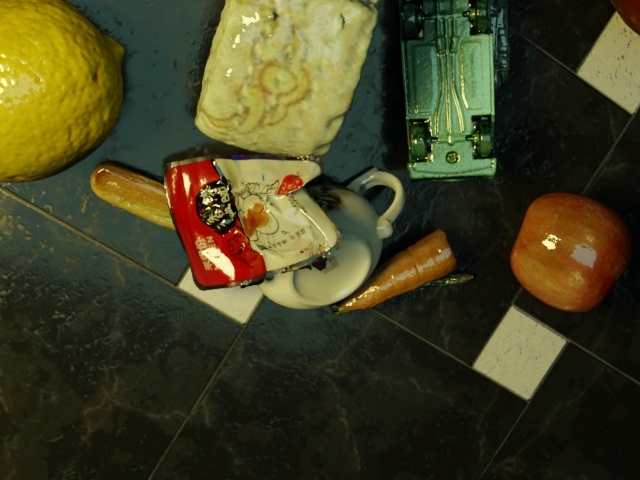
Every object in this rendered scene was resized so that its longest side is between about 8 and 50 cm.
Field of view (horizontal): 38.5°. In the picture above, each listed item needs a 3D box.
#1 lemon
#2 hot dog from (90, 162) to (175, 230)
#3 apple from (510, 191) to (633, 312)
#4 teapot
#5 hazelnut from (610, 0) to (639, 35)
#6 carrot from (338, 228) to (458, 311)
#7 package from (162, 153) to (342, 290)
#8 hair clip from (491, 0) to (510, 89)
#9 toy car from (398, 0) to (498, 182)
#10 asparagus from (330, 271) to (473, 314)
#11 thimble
[{"bbox_3d":[-0.394,-0.199,1.192,0.267,0.267,0.267,-2,101,-10],"label":"lemon"},{"bbox_3d":[-0.234,-0.055,1.347,0.215,0.047,0.066,20,111,-13],"label":"hot dog"},{"bbox_3d":[0.383,0.019,1.408,0.168,0.181,0.181,21,97,9],"label":"apple"},{"bbox_3d":[0.000,0.000,1.357,0.298,0.139,0.204,-26,131,-7],"label":"teapot"},{"bbox_3d":[0.563,-0.471,1.257,0.402,0.402,0.429,40,90,-15],"label":"hazelnut"},{"bbox_3d":[0.118,0.060,1.417,0.205,0.072,0.072,-30,104,-4],"label":"carrot"},{"bbox_3d":[-0.094,-0.034,1.253,0.071,0.269,0.194,-8,89,-50],"label":"package"},{"bbox_3d":[0.260,-0.344,1.383,0.066,0.036,0.229,0,107,-5],"label":"hair clip"},{"bbox_3d":[0.191,-0.247,1.348,0.141,0.097,0.321,-3,94,6],"label":"toy car"},{"bbox_3d":[0.129,0.081,1.450,0.233,0.022,0.023,-14,59,-5],"label":"asparagus"},{"bbox_3d":[-0.042,-0.261,1.216,0.195,0.291,0.291,15,98,-13],"label":"thimble"}]
